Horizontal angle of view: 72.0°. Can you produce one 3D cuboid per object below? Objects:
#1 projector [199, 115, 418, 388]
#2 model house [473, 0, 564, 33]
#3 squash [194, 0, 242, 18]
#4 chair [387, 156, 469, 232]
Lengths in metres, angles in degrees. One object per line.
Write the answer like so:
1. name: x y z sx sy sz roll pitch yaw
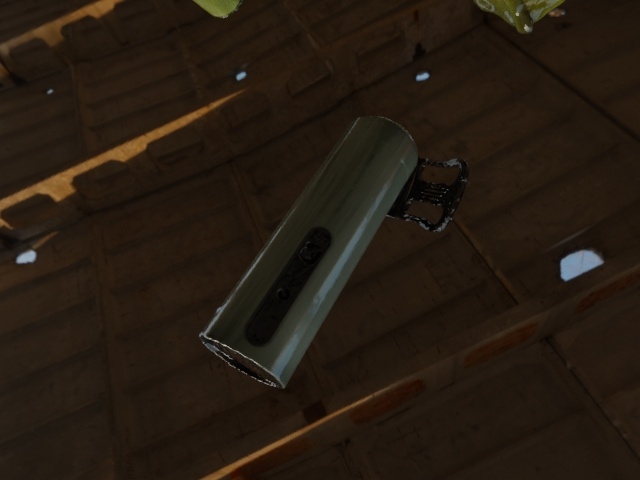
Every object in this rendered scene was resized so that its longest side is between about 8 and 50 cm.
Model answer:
1. projector: 0.000 0.000 0.521 0.108 0.108 0.337 21 -117 26
2. model house: 0.256 -0.373 0.446 0.234 0.193 0.174 -28 -137 18
3. squash: -0.218 -0.438 0.669 0.095 0.224 0.094 -3 -96 30
4. chair: 0.098 -0.088 0.635 0.113 0.229 0.106 17 -85 -14
